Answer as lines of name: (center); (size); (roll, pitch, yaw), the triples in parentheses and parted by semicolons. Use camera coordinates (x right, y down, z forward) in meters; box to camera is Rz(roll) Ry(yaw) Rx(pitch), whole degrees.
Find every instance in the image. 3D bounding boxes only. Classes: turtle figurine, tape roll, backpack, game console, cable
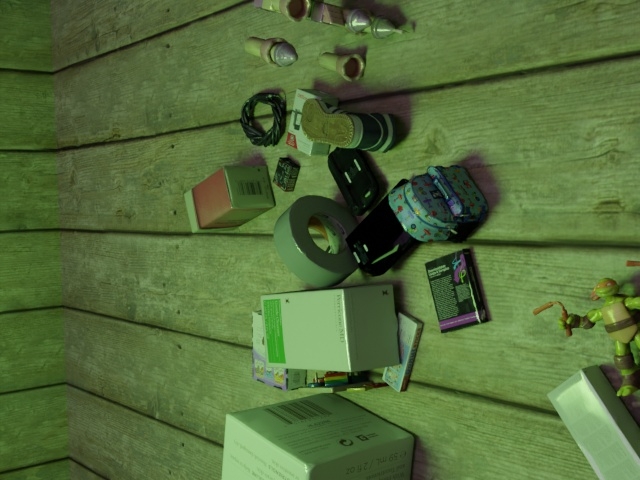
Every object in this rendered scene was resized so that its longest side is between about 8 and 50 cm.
turtle figurine: (0.519, 0.156, 1.408); (0.270, 0.087, 0.217); (-26, 80, 40)
tape roll: (0.000, 0.000, 1.925); (0.072, 0.219, 0.219); (-42, 61, 43)
backpack: (0.235, -0.076, 1.668); (0.117, 0.173, 0.158); (-50, 55, 40)
game console: (0.116, -0.106, 1.899); (0.213, 0.044, 0.361); (-47, 52, 29)
cable: (-0.161, -0.334, 2.240); (0.184, 0.047, 0.150); (7, 103, 48)

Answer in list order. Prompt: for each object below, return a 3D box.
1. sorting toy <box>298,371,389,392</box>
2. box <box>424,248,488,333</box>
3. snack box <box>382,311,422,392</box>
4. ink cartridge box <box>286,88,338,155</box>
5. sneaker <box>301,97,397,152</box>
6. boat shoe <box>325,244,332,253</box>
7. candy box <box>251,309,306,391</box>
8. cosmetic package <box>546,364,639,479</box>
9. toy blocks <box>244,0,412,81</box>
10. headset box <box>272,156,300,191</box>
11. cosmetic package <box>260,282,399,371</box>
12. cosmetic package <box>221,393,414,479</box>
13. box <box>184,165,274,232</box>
sorting toy: (0.041, 0.341, 1.971); (0.275, 0.132, 0.046); (-12, 82, 50)
box: (0.289, 0.109, 1.731); (0.116, 0.029, 0.162); (-24, 76, 48)
snack box: (0.188, 0.259, 1.870); (0.064, 0.022, 0.178); (32, 117, 46)
ink cartridge box: (-0.022, -0.302, 2.049); (0.109, 0.063, 0.150); (31, 116, 45)
sneaker: (0.069, -0.268, 1.894); (0.282, 0.153, 0.099); (35, 121, 58)
boat shoe: (0.010, 0.058, 2.051); (0.042, 0.049, 0.133); (43, 129, 31)
candy box: (-0.114, 0.296, 2.206); (0.165, 0.070, 0.196); (8, 99, 51)
cosmetic package: (0.517, 0.351, 1.446); (0.099, 0.060, 0.239); (-53, 54, 41)
toy blocks: (0.023, -0.522, 1.809); (0.260, 0.289, 0.308); (30, 113, 50)
headset box: (-0.093, -0.174, 2.172); (0.062, 0.032, 0.083); (40, 123, 42)
cosmetic package: (0.016, 0.212, 1.961); (0.366, 0.155, 0.196); (-12, 82, 56)
cosmetic package: (-0.017, 0.615, 1.909); (0.327, 0.329, 0.393); (17, 106, 48)
box: (-0.260, -0.115, 2.289); (0.232, 0.149, 0.126); (-26, 74, 49)
